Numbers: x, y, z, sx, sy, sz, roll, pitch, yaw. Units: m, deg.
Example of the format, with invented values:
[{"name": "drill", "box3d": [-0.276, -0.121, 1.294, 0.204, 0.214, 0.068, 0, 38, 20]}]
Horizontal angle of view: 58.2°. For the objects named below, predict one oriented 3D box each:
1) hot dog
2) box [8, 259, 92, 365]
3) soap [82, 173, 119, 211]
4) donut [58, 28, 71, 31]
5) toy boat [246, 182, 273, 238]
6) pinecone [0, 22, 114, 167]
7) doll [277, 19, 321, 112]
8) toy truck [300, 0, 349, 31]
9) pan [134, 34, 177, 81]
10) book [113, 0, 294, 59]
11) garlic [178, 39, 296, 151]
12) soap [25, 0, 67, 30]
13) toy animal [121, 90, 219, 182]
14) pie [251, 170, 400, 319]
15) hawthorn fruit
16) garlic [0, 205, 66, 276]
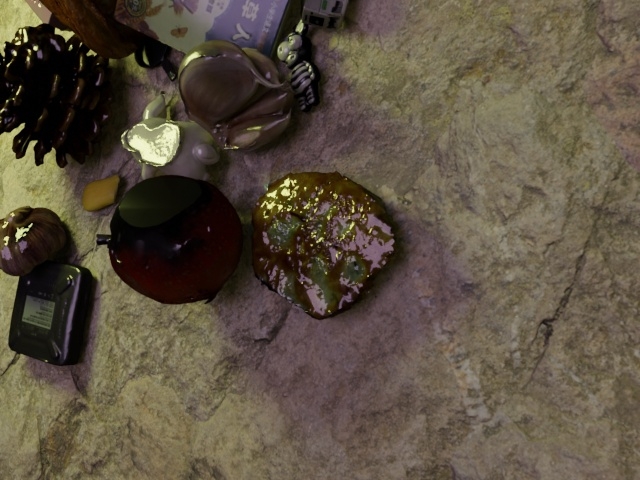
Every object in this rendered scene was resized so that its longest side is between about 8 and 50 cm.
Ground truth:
[{"name": "hot dog", "box3d": [-0.614, -0.647, 1.471, 0.174, 0.267, 0.387, -31, 113, 37]}, {"name": "box", "box3d": [-0.780, 0.201, 1.651, 0.290, 0.073, 0.289, 8, 87, 31]}, {"name": "soap", "box3d": [-0.613, -0.132, 1.618, 0.168, 0.033, 0.089, -9, 81, 30]}, {"name": "donut", "box3d": [-0.697, -0.766, 1.691, 0.330, 0.160, 0.330, 4, 97, 31]}, {"name": "toy boat", "box3d": [-0.114, -0.059, 1.309, 0.105, 0.034, 0.149, 30, 99, 31]}, {"name": "pinecone", "box3d": [-0.773, -0.396, 1.577, 0.397, 0.397, 0.398, -4, 81, 30]}, {"name": "doll", "box3d": [-0.046, -0.396, 1.295, 0.091, 0.067, 0.219, -28, 67, 46]}, {"name": "toy truck", "box3d": [0.032, -0.588, 1.249, 0.124, 0.101, 0.243, 14, 89, -6]}, {"name": "pan", "box3d": [-0.436, -0.503, 1.563, 0.136, 0.028, 0.235, -46, 61, 19]}, {"name": "book", "box3d": [-0.271, -0.585, 1.351, 0.427, 0.039, 0.300, 26, 111, 9]}, {"name": "garlic", "box3d": [-0.183, -0.319, 1.267, 0.292, 0.210, 0.237, -34, 79, 40]}, {"name": "soap", "box3d": [-0.772, -0.698, 1.615, 0.203, 0.065, 0.122, 48, 121, 18]}, {"name": "toy animal", "box3d": [-0.381, -0.244, 1.427, 0.208, 0.154, 0.325, -48, 58, 10]}, {"name": "pie", "box3d": [0.000, 0.000, 1.194, 0.354, 0.103, 0.288, 28, 98, 30]}, {"name": "hawthorn fruit", "box3d": [-0.310, -0.006, 1.260, 0.315, 0.316, 0.316, -4, 81, 30]}, {"name": "garlic", "box3d": [-0.858, -0.011, 1.643, 0.244, 0.161, 0.245, -7, 41, 6]}]
